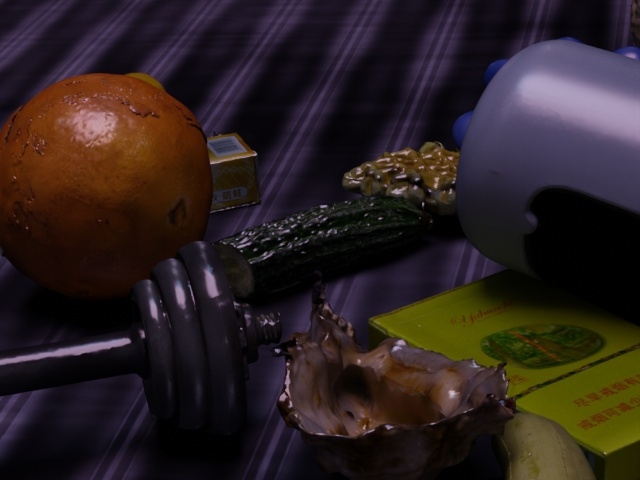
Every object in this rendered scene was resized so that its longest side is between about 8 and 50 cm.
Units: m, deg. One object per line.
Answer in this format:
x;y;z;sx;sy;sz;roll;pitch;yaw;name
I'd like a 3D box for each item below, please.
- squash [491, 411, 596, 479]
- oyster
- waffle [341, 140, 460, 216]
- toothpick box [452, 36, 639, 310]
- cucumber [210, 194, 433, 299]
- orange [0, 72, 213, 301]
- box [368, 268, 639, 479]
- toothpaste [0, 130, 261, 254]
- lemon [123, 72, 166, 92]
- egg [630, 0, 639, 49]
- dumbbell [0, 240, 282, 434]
0.175;0.207;1.382;0.083;0.083;0.250;-3;22;3;squash
0.034;0.122;1.525;0.198;0.133;0.337;10;13;-17;oyster
0.151;-0.064;2.038;0.223;0.054;0.204;11;17;32;waffle
0.290;-0.066;1.704;0.354;0.263;0.263;20;32;24;toothpick box
0.000;-0.001;1.897;0.265;0.077;0.077;-19;27;-29;cucumber
-0.228;-0.055;1.858;0.240;0.240;0.240;-4;24;2;orange
0.213;0.117;1.626;0.187;0.047;0.335;-19;28;-29;box
-0.229;-0.057;2.073;0.313;0.071;0.089;-12;27;-17;toothpaste
-0.240;-0.178;2.337;0.082;0.082;0.110;5;19;20;lemon
0.514;-0.266;2.192;0.279;0.279;0.310;-7;23;-7;egg
-0.233;0.108;1.559;0.406;0.179;0.179;-9;24;-10;dumbbell
